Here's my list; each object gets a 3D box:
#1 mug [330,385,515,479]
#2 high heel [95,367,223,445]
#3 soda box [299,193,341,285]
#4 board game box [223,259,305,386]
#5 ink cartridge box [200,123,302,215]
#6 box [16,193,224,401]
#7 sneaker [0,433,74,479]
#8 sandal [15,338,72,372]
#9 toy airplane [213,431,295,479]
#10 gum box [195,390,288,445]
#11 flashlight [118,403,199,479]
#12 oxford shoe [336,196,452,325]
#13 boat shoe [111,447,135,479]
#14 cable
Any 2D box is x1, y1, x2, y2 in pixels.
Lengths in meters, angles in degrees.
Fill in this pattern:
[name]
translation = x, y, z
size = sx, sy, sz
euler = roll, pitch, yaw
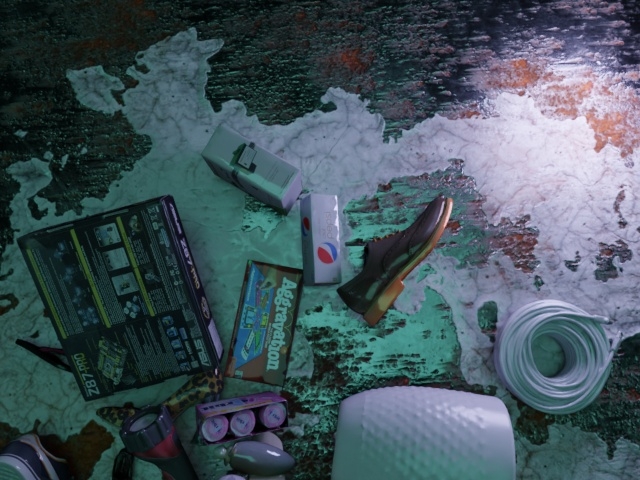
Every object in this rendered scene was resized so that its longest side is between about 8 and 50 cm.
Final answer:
[mug]
translation = 0.186, 0.487, 1.020
size = 0.328, 0.276, 0.373
euler = 7, 75, 5
[high heel]
translation = -0.359, 0.347, 1.139
size = 0.262, 0.093, 0.186
euler = 13, 77, -5
[soda box]
translation = 0.000, 0.000, 1.200
size = 0.074, 0.069, 0.216
euler = 2, 80, -25
[board game box]
translation = -0.131, 0.195, 1.197
size = 0.145, 0.027, 0.281
euler = 10, 80, 0
[ink cartridge box]
translation = -0.158, -0.164, 1.192
size = 0.220, 0.160, 0.092
euler = 30, 81, 5
[box]
translation = -0.422, 0.130, 1.093
size = 0.319, 0.097, 0.394
euler = -16, 103, 0
[sneaker]
translation = -0.595, 0.569, 1.089
size = 0.126, 0.127, 0.320
euler = -15, 105, 3
[sandal]
translation = -0.625, 0.262, 1.164
size = 0.179, 0.067, 0.040
euler = 26, 70, 7
[toy airplane]
translation = -0.123, 0.541, 0.909
size = 0.384, 0.386, 0.272
euler = -28, 121, -39
[gum box]
translation = -0.177, 0.384, 1.087
size = 0.189, 0.107, 0.062
euler = -4, 87, -25
[flashlight]
translation = -0.319, 0.497, 1.057
size = 0.103, 0.103, 0.303
euler = -31, 113, -39
[oxford shoe]
translation = 0.181, 0.018, 1.171
size = 0.133, 0.130, 0.363
euler = 36, 73, 9
[boat shoe]
translation = -0.450, 0.539, 1.128
size = 0.049, 0.042, 0.132
euler = 6, 82, -1
[cable]
translation = 0.534, 0.266, 1.160
size = 0.257, 0.089, 0.257
euler = 23, 81, 4
